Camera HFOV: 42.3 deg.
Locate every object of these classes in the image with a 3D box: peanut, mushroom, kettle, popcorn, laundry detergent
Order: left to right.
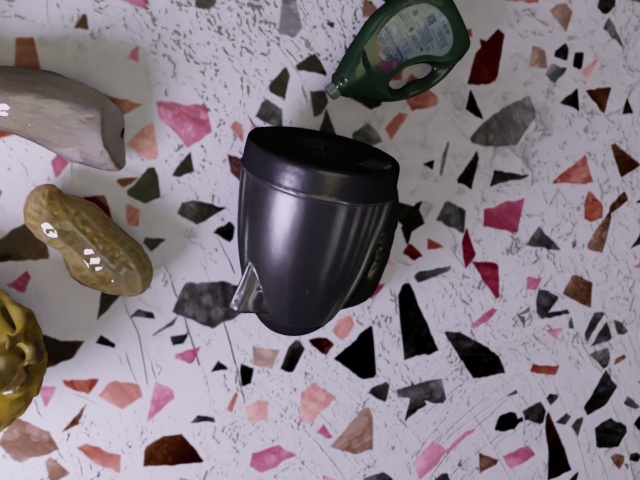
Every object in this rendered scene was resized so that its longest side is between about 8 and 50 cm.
[{"bbox_3d":[-0.465,0.145,0.996,0.250,0.190,0.250,6,70,-17],"label":"popcorn"},{"bbox_3d":[-0.349,-0.162,1.015,0.246,0.108,0.096,15,62,-22],"label":"mushroom"},{"bbox_3d":[-0.303,0.004,1.080,0.194,0.083,0.093,41,125,-17],"label":"peanut"},{"bbox_3d":[-0.017,-0.002,1.130,0.207,0.251,0.271,17,109,10],"label":"kettle"},{"bbox_3d":[0.102,-0.254,1.147,0.211,0.063,0.137,-37,118,-5],"label":"laundry detergent"}]
